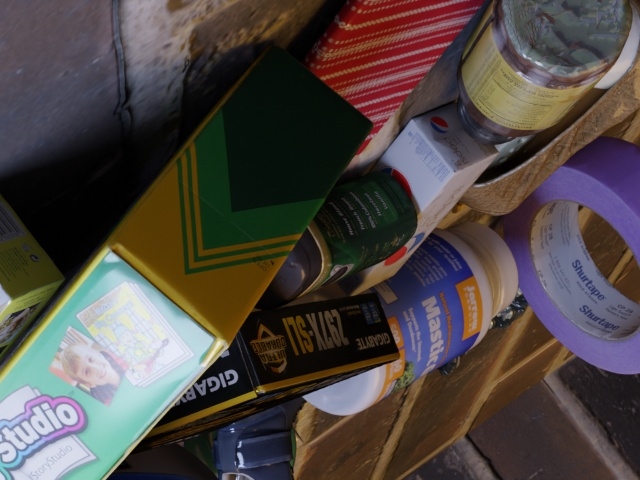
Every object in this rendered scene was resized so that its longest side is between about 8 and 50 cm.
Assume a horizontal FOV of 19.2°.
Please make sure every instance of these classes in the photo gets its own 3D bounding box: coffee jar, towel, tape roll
[{"bbox_3d":[0.000,0.000,1.738,0.184,0.079,0.096,-23,166,-48],"label":"coffee jar"},{"bbox_3d":[0.031,-0.137,1.481,0.199,0.031,0.275,-22,159,-48],"label":"towel"},{"bbox_3d":[0.344,0.018,2.243,0.090,0.275,0.275,-30,164,-31],"label":"tape roll"}]

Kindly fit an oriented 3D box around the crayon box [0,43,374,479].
[{"bbox_3d":[-0.143,0.070,1.332,0.363,0.106,0.313,-48,-174,34],"label":"crayon box"}]

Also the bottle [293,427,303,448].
[{"bbox_3d":[-0.151,0.309,2.320,0.283,0.092,0.118,-38,165,-1],"label":"bottle"}]

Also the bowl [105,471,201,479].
[{"bbox_3d":[-0.266,0.278,1.539,0.391,0.077,0.391,-9,-174,1],"label":"bowl"}]

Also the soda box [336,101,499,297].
[{"bbox_3d":[0.079,-0.037,1.839,0.074,0.069,0.216,-24,161,-43],"label":"soda box"}]

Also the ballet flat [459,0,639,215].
[{"bbox_3d":[0.229,-0.150,1.823,0.124,0.116,0.342,9,138,-45],"label":"ballet flat"}]

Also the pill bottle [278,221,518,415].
[{"bbox_3d":[0.091,0.073,2.044,0.272,0.152,0.152,-25,161,-42],"label":"pill bottle"}]

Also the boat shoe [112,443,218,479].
[{"bbox_3d":[-0.238,0.283,1.935,0.158,0.127,0.340,-53,154,11],"label":"boat shoe"}]

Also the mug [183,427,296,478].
[{"bbox_3d":[-0.094,0.224,2.164,0.129,0.157,0.097,-10,158,-8],"label":"mug"}]

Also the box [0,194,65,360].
[{"bbox_3d":[-0.270,0.071,1.287,0.058,0.087,0.232,-23,159,-53],"label":"box"}]

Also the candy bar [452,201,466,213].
[{"bbox_3d":[0.192,-0.082,2.081,0.040,0.018,0.161,-26,163,-40],"label":"candy bar"}]

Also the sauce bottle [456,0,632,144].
[{"bbox_3d":[0.175,-0.150,1.603,0.111,0.111,0.344,-36,177,-8],"label":"sauce bottle"}]

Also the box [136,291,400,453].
[{"bbox_3d":[-0.102,0.133,1.763,0.257,0.079,0.322,-24,172,23],"label":"box"}]

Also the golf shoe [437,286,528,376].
[{"bbox_3d":[0.208,0.067,2.481,0.120,0.105,0.273,-47,180,-38],"label":"golf shoe"}]

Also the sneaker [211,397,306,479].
[{"bbox_3d":[-0.046,0.199,2.065,0.086,0.163,0.226,-10,178,33],"label":"sneaker"}]
